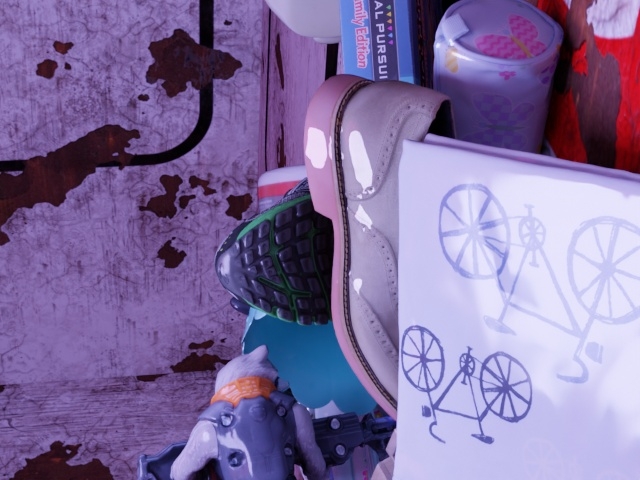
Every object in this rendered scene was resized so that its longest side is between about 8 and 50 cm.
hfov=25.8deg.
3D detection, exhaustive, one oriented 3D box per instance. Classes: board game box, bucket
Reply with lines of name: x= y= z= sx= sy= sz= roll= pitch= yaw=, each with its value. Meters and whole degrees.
board game box: x=0.091 y=-0.212 z=1.601 sx=0.336 sy=0.079 sz=0.254 roll=10 pitch=-104 yaw=-79
bucket: x=0.048 y=0.072 z=1.706 sx=0.281 sy=0.281 sz=0.183 roll=99 pitch=178 yaw=-53

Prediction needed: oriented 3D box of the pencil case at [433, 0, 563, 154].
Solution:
pencil case: x=0.159 y=-0.111 z=1.391 sx=0.273 sy=0.124 sz=0.113 roll=97 pitch=179 yaw=-45

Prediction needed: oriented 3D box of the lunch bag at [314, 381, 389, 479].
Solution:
lunch bag: x=0.082 y=0.326 z=1.821 sx=0.224 sy=0.108 sz=0.279 roll=41 pitch=-146 yaw=-55

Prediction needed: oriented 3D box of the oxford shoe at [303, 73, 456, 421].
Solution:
oxford shoe: x=0.097 y=0.029 z=1.368 sx=0.140 sy=0.146 sz=0.397 roll=-45 pitch=-51 yaw=-40

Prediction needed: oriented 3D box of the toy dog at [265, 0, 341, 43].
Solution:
toy dog: x=0.016 y=-0.505 z=1.876 sx=0.395 sy=0.284 sz=0.408 roll=64 pitch=-161 yaw=-64

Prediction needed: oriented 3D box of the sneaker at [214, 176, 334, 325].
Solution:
sneaker: x=0.000 y=0.000 z=1.482 sx=0.343 sy=0.146 sz=0.134 roll=-19 pitch=-70 yaw=-53

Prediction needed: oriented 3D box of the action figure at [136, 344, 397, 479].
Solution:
action figure: x=-0.018 y=0.270 z=1.598 sx=0.330 sy=0.341 sz=0.178 roll=67 pitch=158 yaw=19

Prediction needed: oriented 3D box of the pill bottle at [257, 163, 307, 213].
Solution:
pill bottle: x=0.020 y=0.072 z=2.080 sx=0.210 sy=0.210 sz=0.363 roll=164 pitch=102 yaw=-81

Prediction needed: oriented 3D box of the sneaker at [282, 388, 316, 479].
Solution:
sneaker: x=-0.020 y=0.272 z=1.911 sx=0.169 sy=0.108 sz=0.292 roll=-20 pitch=-82 yaw=-64

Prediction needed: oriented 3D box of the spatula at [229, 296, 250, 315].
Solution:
spatula: x=0.019 y=0.127 z=1.855 sx=0.084 sy=0.296 sz=0.030 roll=-86 pitch=21 yaw=-57

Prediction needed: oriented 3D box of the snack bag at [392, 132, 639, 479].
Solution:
snack bag: x=0.177 y=0.097 z=1.172 sx=0.323 sy=0.037 sz=0.342 roll=15 pitch=109 yaw=51

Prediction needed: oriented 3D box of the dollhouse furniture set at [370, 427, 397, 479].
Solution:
dollhouse furniture set: x=0.216 y=0.349 z=1.424 sx=0.355 sy=0.174 sz=0.303 roll=57 pitch=160 yaw=22
